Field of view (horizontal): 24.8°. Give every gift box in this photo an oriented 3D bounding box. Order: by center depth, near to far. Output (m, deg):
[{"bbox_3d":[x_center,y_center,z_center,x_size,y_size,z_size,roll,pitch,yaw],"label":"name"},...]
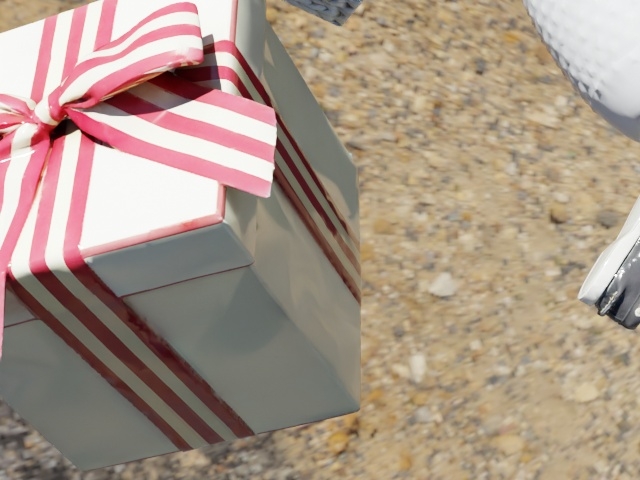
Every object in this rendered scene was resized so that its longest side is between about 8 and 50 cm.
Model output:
[{"bbox_3d":[-0.109,-0.006,0.946,0.255,0.258,0.276,-19,46,15],"label":"gift box"}]

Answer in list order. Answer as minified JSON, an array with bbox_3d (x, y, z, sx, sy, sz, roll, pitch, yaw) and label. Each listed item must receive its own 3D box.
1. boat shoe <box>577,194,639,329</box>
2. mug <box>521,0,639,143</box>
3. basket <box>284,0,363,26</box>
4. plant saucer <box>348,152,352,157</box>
[{"bbox_3d":[0.190,-0.009,0.804,0.038,0.046,0.125,35,78,0],"label":"boat shoe"},{"bbox_3d":[0.363,-0.300,1.504,0.276,0.374,0.328,-12,71,-18],"label":"mug"},{"bbox_3d":[-0.016,-0.319,1.545,0.167,0.113,0.103,24,141,-15],"label":"basket"},{"bbox_3d":[0.000,0.000,1.337,0.067,0.018,0.192,-24,48,26],"label":"plant saucer"}]
